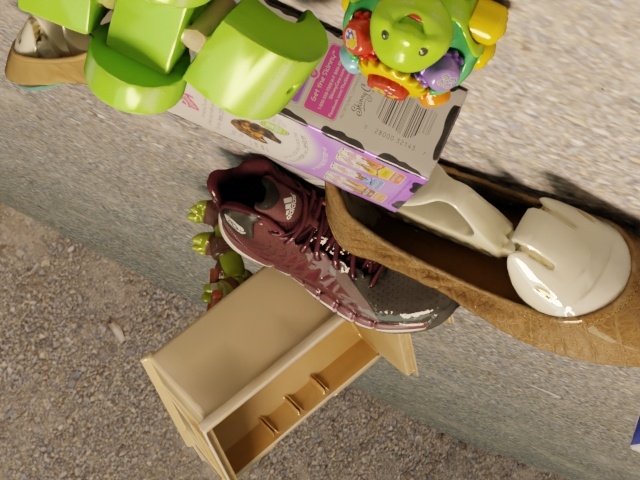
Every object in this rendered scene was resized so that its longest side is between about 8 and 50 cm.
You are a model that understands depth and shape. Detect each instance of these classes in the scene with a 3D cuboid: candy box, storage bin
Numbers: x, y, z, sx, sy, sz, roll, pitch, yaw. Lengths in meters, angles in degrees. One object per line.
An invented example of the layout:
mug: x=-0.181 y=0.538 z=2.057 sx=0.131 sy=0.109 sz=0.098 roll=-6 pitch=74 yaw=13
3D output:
candy box: x=-0.011 y=-0.099 z=1.123 sx=0.196 sy=0.070 sz=0.165 roll=24 pitch=172 yaw=-3
storage bin: x=-0.036 y=0.147 z=1.771 sx=0.123 sy=0.262 sz=0.260 roll=43 pitch=164 yaw=30

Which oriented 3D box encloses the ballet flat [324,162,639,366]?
ballet flat: x=0.137 y=-0.002 z=1.224 sx=0.342 sy=0.116 sz=0.124 roll=25 pitch=165 yaw=31

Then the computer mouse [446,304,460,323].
computer mouse: x=0.101 y=0.072 z=1.880 sx=0.184 sy=0.060 sz=0.262 roll=31 pitch=169 yaw=-34

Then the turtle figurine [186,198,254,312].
turtle figurine: x=-0.098 y=0.057 z=1.884 sx=0.269 sy=0.087 sz=0.217 roll=65 pitch=-176 yaw=-59

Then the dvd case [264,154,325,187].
dvd case: x=-0.036 y=-0.095 z=1.392 sx=0.221 sy=0.018 sz=0.164 roll=29 pitch=170 yaw=-31

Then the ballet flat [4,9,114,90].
ballet flat: x=-0.198 y=-0.165 z=1.302 sx=0.232 sy=0.080 sz=0.073 roll=11 pitch=136 yaw=48

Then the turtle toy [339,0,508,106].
turtle toy: x=0.050 y=-0.114 z=0.877 sx=0.095 sy=0.066 sz=0.130 roll=24 pitch=171 yaw=2

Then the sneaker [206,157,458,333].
sneaker: x=0.000 y=0.000 z=1.593 sx=0.281 sy=0.106 sz=0.162 roll=21 pitch=166 yaw=21

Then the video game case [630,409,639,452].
video game case: x=0.473 y=0.207 z=1.512 sx=0.244 sy=0.061 sz=0.269 roll=28 pitch=159 yaw=-17

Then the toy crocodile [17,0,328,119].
toy crocodile: x=-0.157 y=-0.177 z=0.981 sx=0.341 sy=0.105 sz=0.115 roll=26 pitch=132 yaw=4
